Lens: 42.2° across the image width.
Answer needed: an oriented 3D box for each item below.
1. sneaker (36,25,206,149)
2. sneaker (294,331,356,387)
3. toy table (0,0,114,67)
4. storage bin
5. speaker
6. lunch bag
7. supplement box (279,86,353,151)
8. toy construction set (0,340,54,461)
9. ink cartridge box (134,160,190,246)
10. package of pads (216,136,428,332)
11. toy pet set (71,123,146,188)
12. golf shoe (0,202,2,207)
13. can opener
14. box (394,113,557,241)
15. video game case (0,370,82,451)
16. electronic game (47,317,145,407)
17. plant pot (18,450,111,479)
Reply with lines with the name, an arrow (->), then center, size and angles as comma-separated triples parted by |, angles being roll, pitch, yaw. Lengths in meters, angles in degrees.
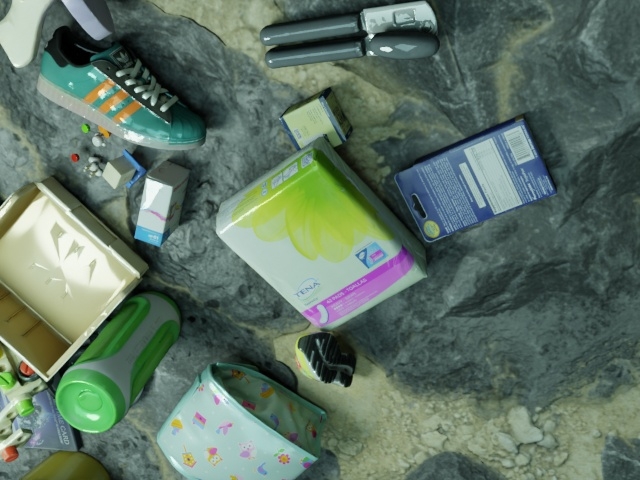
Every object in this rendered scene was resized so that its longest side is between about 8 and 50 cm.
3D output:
sneaker -> -0.319, -0.248, 1.351 | 0.302, 0.108, 0.121 | 23, 123, 3
sneaker -> -0.011, 0.213, 1.475 | 0.094, 0.081, 0.208 | 9, 159, 25
toy table -> -0.452, -0.404, 1.247 | 0.161, 0.252, 0.274 | -25, 95, 6
storage bin -> -0.496, 0.065, 1.514 | 0.262, 0.123, 0.260 | 44, 109, -5
speaker -> -0.349, 0.206, 1.470 | 0.131, 0.296, 0.131 | 5, 116, 11
lunch bag -> -0.156, 0.364, 1.583 | 0.262, 0.160, 0.223 | 33, 119, -10
supplement box -> -0.006, -0.187, 1.335 | 0.083, 0.056, 0.083 | -23, 109, 22
toy construction set -> -0.642, 0.260, 1.596 | 0.215, 0.151, 0.327 | -32, 78, -13
ink cartridge box -> -0.273, -0.065, 1.439 | 0.052, 0.088, 0.122 | 19, 118, 4
package of pads -> 0.000, 0.000, 1.372 | 0.229, 0.101, 0.296 | -32, 119, 24
toy pet set -> -0.357, -0.154, 1.435 | 0.114, 0.065, 0.122 | 46, 134, 8
golf shoe -> -0.672, -0.098, 1.526 | 0.094, 0.077, 0.198 | -20, 108, 22
can opener -> 0.041, -0.307, 1.253 | 0.280, 0.093, 0.074 | -2, 116, 19
box -> 0.246, -0.096, 1.331 | 0.225, 0.036, 0.136 | -22, 108, 21
video game case -> -0.657, 0.360, 1.774 | 0.274, 0.026, 0.196 | 0, 115, 12
electronic game -> -0.458, 0.252, 1.659 | 0.229, 0.048, 0.229 | 3, 109, 8
plant pot -> -0.560, 0.574, 1.732 | 0.254, 0.239, 0.254 | 6, 117, 11
